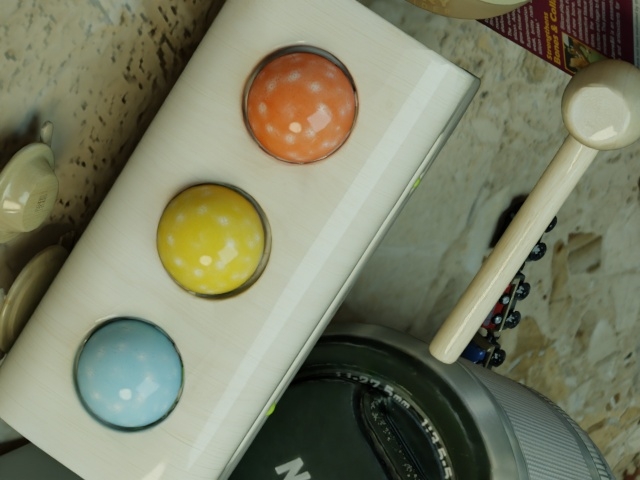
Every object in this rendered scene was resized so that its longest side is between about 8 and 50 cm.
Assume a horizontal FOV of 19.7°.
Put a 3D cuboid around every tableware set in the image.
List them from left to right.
[{"bbox_3d":[-0.171,0.024,0.916,0.169,0.020,0.141,-46,156,-46],"label":"tableware set"}]

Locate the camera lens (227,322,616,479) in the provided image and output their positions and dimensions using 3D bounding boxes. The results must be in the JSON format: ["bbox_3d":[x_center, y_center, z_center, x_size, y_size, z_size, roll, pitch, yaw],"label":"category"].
[{"bbox_3d":[0.055,0.176,1.115,0.219,0.219,0.274,-55,150,5],"label":"camera lens"}]

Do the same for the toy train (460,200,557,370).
[{"bbox_3d":[0.119,0.043,1.245,0.036,0.027,0.158,-2,120,-39],"label":"toy train"}]

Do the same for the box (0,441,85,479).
[{"bbox_3d":[-0.215,0.274,0.926,0.345,0.168,0.215,-21,134,-52],"label":"box"}]

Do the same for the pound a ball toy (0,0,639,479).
[{"bbox_3d":[0.000,0.000,0.928,0.319,0.208,0.136,-57,173,8],"label":"pound a ball toy"}]

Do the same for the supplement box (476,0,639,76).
[{"bbox_3d":[0.155,-0.150,1.002,0.081,0.188,0.104,-34,138,-22],"label":"supplement box"}]

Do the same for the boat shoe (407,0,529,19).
[{"bbox_3d":[0.146,-0.251,0.920,0.341,0.121,0.110,-51,154,-29],"label":"boat shoe"}]
